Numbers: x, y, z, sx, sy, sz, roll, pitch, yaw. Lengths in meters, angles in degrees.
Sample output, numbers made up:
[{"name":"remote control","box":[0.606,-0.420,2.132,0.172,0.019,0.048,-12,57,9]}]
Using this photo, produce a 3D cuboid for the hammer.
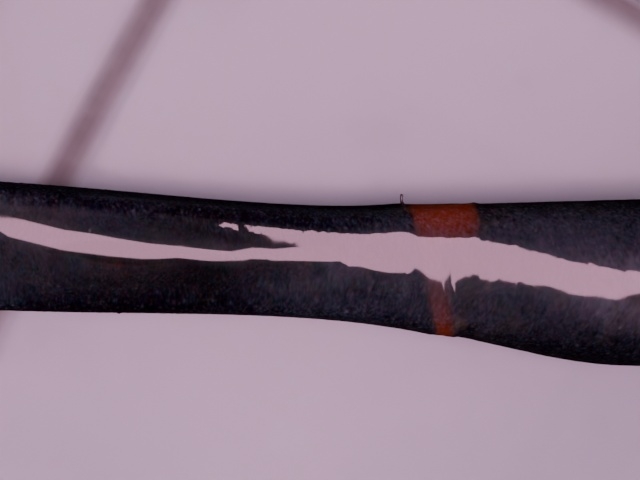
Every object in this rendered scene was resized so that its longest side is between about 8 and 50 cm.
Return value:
[{"name":"hammer","box":[0.000,0.000,0.510,0.290,0.037,0.137,1,101,-7]}]
